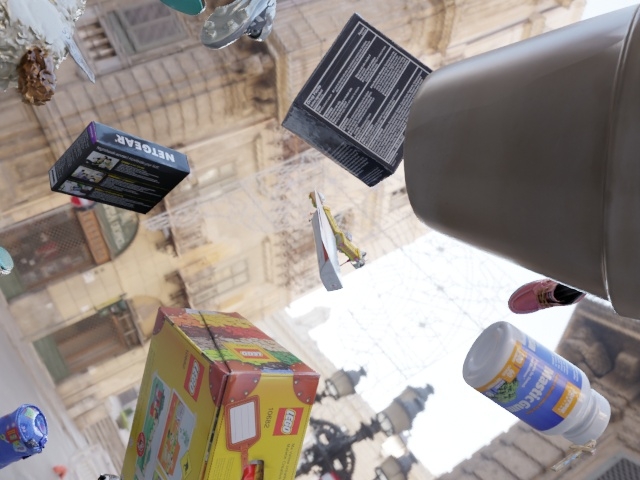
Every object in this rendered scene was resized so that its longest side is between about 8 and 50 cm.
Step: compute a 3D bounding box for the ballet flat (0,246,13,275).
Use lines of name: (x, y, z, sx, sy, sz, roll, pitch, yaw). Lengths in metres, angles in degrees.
ballet flat: (-0.673, 0.051, 1.267, 0.073, 0.067, 0.206, 59, -12, -8)

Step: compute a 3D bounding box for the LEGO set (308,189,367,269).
LEGO set: (0.025, -0.008, 1.933, 0.287, 0.107, 0.132, 52, 20, -16)

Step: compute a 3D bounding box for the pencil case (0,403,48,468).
pencil case: (-0.838, 0.534, 1.612, 0.133, 0.306, 0.119, 61, 8, -7)

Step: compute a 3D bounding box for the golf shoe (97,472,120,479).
golf shoe: (-0.554, 0.668, 1.605, 0.094, 0.077, 0.198, 29, 9, -10)

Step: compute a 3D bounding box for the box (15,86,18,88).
box: (-0.672, -0.492, 1.342, 0.213, 0.243, 0.117, 43, 8, 12)

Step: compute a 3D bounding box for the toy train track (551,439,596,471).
toy train track: (0.371, 0.317, 0.921, 0.014, 0.083, 0.048, 66, -21, 0)

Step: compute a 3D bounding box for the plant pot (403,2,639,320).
plant pot: (0.255, -0.091, 0.667, 0.280, 0.323, 0.323, 8, -56, 35)

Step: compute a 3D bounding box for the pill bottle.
pill bottle: (0.434, 0.291, 1.262, 0.272, 0.152, 0.152, 33, -23, -6)

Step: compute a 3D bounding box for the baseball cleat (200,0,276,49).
baseball cleat: (-0.125, -0.364, 1.066, 0.072, 0.206, 0.109, 21, -31, 21)

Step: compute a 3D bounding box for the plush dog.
plush dog: (-0.405, -0.222, 0.697, 0.262, 0.225, 0.211, 1, 76, -76)

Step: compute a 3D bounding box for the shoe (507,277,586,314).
shoe: (0.454, 0.107, 1.263, 0.178, 0.081, 0.063, -25, -94, 25)

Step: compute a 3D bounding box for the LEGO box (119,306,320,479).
LEGO box: (-0.228, 0.424, 1.247, 0.372, 0.193, 0.500, 24, -79, 55)

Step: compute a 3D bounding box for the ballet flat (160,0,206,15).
ballet flat: (-0.444, -0.713, 1.626, 0.116, 0.342, 0.124, -34, -133, 45)

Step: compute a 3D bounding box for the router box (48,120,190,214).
router box: (-0.323, -0.111, 1.026, 0.133, 0.179, 0.046, -36, -121, 28)

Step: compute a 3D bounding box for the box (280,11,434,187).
box: (0.107, -0.345, 1.586, 0.294, 0.296, 0.183, 35, -15, -9)

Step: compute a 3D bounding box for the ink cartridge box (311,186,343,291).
ink cartridge box: (0.000, 0.000, 1.687, 0.232, 0.066, 0.189, 60, 16, -50)
